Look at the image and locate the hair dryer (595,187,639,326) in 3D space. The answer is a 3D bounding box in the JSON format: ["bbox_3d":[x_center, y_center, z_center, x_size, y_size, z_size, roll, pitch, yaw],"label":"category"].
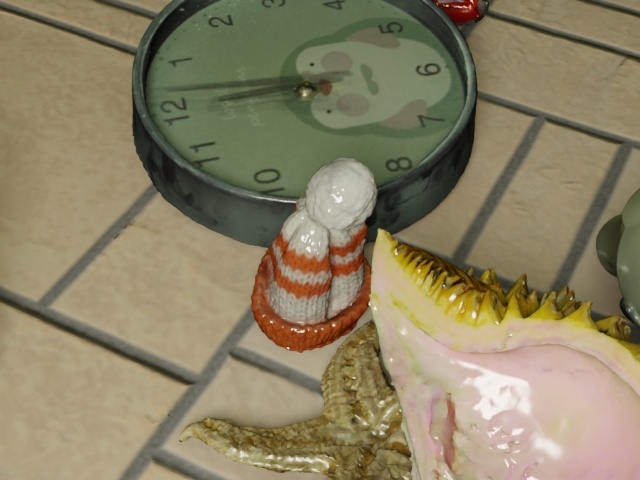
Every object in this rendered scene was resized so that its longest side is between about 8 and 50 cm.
[{"bbox_3d":[0.286,0.065,0.761,0.119,0.298,0.296,-33,22,4],"label":"hair dryer"}]

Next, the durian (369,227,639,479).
[{"bbox_3d":[0.167,0.119,0.689,0.196,0.185,0.305,19,35,-46],"label":"durian"}]

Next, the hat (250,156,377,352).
[{"bbox_3d":[0.000,0.000,0.791,0.094,0.162,0.112,11,49,4],"label":"hat"}]

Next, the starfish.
[{"bbox_3d":[0.042,0.142,0.736,0.277,0.062,0.235,12,40,15],"label":"starfish"}]

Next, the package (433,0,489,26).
[{"bbox_3d":[0.044,-0.276,1.138,0.269,0.071,0.194,4,38,6],"label":"package"}]

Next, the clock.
[{"bbox_3d":[-0.015,-0.134,0.963,0.319,0.066,0.319,1,54,-1],"label":"clock"}]
